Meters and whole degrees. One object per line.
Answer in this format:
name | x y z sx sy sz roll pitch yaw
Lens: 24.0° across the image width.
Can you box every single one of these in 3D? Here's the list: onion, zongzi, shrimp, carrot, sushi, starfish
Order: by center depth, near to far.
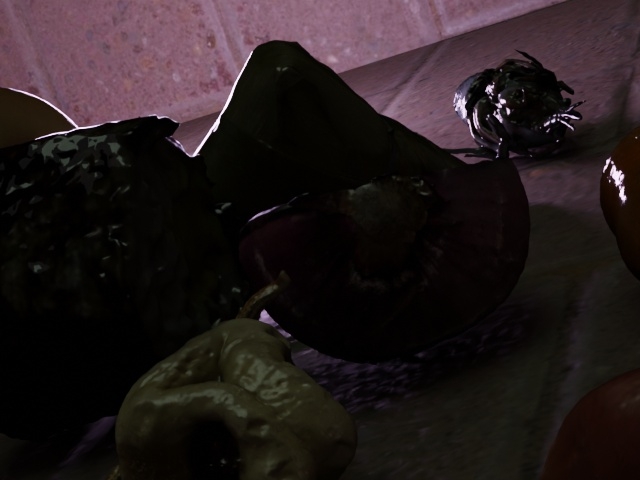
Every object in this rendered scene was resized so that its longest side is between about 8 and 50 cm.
carrot | 0.322 -0.005 1.239 0.159 0.159 0.225 -18 22 10
starfish | -0.123 0.147 1.312 0.295 0.048 0.231 -54 -1 -5
onion | 0.062 0.036 1.432 0.267 0.159 0.348 -11 -7 -4
sushi | -0.245 0.041 1.522 0.294 0.299 0.281 -13 0 16
zongzi | 0.000 0.000 1.748 0.356 0.393 0.174 -52 33 19
shrimp | 0.252 -0.160 2.027 0.172 0.137 0.372 -57 5 2

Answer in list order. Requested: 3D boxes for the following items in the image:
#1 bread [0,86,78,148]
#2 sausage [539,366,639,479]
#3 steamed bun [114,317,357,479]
bread | -0.482 -0.043 2.061 0.376 0.348 0.253 -29 42 43
sausage | 0.235 0.122 0.810 0.254 0.148 0.148 -8 18 45
steamed bun | -0.049 0.156 1.157 0.155 0.140 0.172 13 36 44
